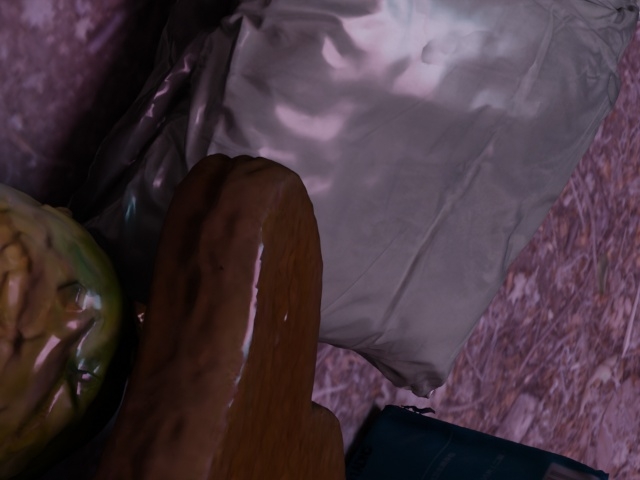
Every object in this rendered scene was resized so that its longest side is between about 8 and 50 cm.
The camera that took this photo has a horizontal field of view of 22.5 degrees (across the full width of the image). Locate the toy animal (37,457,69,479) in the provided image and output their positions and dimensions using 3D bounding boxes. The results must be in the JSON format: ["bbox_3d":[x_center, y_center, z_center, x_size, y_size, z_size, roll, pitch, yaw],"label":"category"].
[{"bbox_3d":[-0.122,0.198,0.841,0.206,0.081,0.367,69,23,-14],"label":"toy animal"}]

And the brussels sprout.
[{"bbox_3d":[-0.161,0.049,0.745,0.122,0.151,0.149,79,15,-75],"label":"brussels sprout"}]

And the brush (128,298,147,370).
[{"bbox_3d":[0.000,0.000,1.024,0.336,0.020,0.085,-30,123,-44],"label":"brush"}]

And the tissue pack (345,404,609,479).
[{"bbox_3d":[0.071,0.268,1.061,0.271,0.192,0.134,-56,138,-23],"label":"tissue pack"}]

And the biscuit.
[{"bbox_3d":[-0.075,0.171,0.710,0.368,0.076,0.394,82,20,-46],"label":"biscuit"}]

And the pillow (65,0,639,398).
[{"bbox_3d":[0.024,-0.060,0.900,0.310,0.138,0.283,18,100,-38],"label":"pillow"}]
